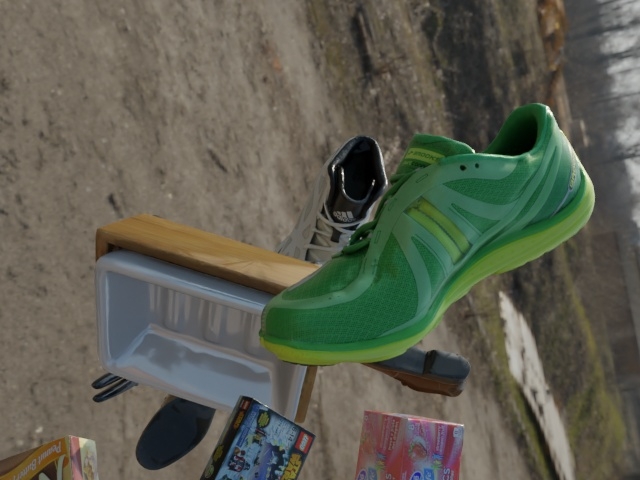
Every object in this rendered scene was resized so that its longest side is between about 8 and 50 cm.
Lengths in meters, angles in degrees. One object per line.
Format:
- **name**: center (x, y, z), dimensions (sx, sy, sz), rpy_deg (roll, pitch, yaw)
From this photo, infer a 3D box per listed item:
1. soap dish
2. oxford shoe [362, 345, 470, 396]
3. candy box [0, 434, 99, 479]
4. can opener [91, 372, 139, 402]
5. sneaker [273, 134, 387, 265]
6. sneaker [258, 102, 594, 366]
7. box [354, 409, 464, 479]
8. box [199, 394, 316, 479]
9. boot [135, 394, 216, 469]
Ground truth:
- **soap dish**: center (-0.135, 0.097, 1.005), dimensions (0.118, 0.291, 0.228), rpy_deg (-66, 170, -49)
- **oxford shoe**: center (0.131, 0.206, 1.294), dimensions (0.076, 0.212, 0.076), rpy_deg (-55, 155, -44)
- **candy box**: center (-0.585, 0.519, 1.571), dimensions (0.087, 0.317, 0.182), rpy_deg (42, 30, -59)
- **can opener**: center (-0.353, 0.247, 1.458), dimensions (0.186, 0.073, 0.059), rpy_deg (-42, 122, -65)
- **sneaker**: center (-0.001, -0.001, 1.498), dimensions (0.257, 0.169, 0.447), rpy_deg (104, 6, -77)
- **sneaker**: center (0.070, -0.011, 0.585), dimensions (0.296, 0.109, 0.123), rpy_deg (-31, 110, -24)
- **box**: center (0.160, 0.490, 1.550), dimensions (0.154, 0.142, 0.299), rpy_deg (14, 79, -32)
- **box**: center (-0.070, 0.237, 0.800), dimensions (0.094, 0.027, 0.137), rpy_deg (38, 67, -32)
- **boot**: center (-0.290, 0.354, 1.703), dimensions (0.112, 0.115, 0.305), rpy_deg (51, 57, -21)
